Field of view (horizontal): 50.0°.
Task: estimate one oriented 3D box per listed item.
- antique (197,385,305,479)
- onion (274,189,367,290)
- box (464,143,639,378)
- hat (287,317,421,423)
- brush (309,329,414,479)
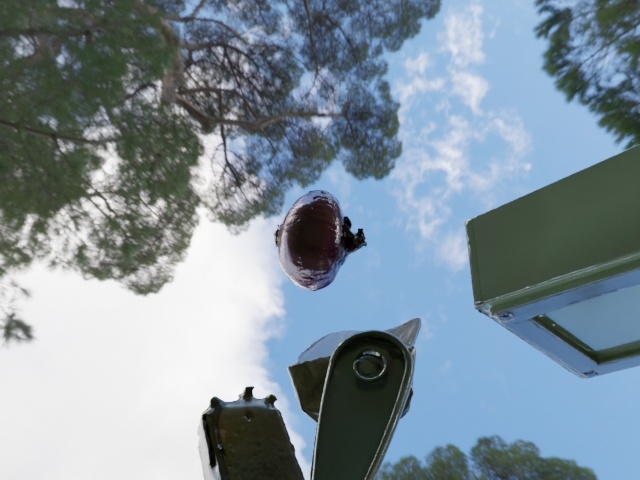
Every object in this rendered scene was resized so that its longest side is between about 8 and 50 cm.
[{"bbox_3d":[-0.093,0.355,0.980,0.125,0.150,0.284,-7,-122,-22],"label":"antique"},{"bbox_3d":[0.000,0.000,0.770,0.105,0.115,0.115,-1,-100,8],"label":"onion"},{"bbox_3d":[0.305,0.034,0.690,0.225,0.225,0.117,-26,-133,37],"label":"box"},{"bbox_3d":[0.082,0.220,1.123,0.214,0.245,0.149,-13,-95,25],"label":"hat"},{"bbox_3d":[-0.009,0.156,0.309,0.068,0.060,0.296,5,-128,18],"label":"brush"}]
